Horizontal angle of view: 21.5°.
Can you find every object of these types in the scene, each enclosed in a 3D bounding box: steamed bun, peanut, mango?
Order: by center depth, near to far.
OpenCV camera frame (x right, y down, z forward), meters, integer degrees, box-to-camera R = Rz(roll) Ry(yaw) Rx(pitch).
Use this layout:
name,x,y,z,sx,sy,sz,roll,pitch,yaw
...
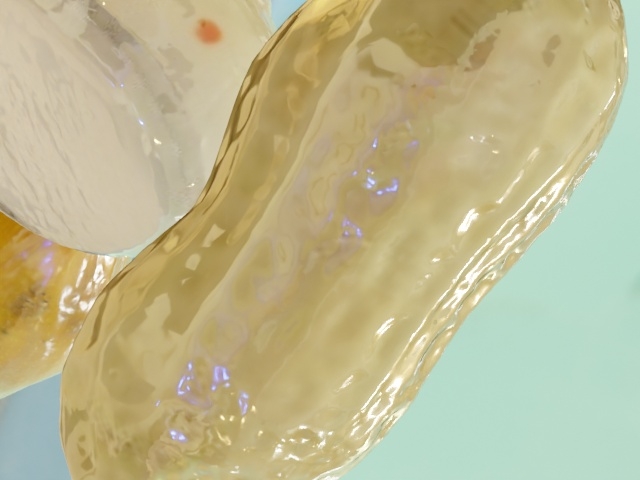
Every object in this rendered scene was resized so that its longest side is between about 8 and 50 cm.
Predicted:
name,x,y,z,sx,sy,sz,roll,pitch,yaw
peanut,0.000,0.000,0.476,0.214,0.098,0.090,-54,155,5
steamed bun,-0.099,-0.087,0.838,0.131,0.228,0.177,-35,124,-34
mango,-0.251,0.036,1.420,0.144,0.359,0.187,14,53,-22
